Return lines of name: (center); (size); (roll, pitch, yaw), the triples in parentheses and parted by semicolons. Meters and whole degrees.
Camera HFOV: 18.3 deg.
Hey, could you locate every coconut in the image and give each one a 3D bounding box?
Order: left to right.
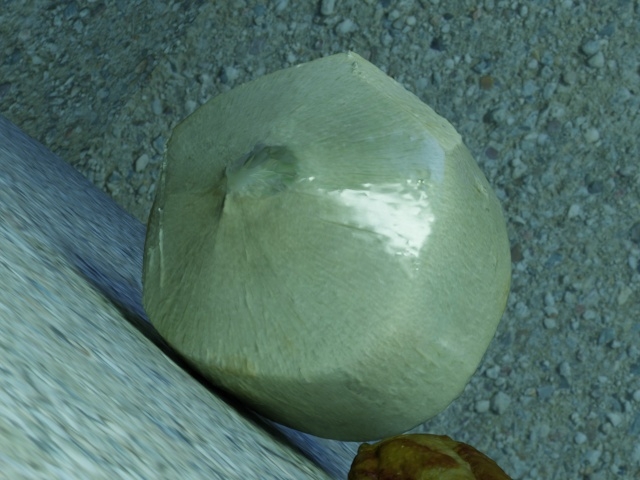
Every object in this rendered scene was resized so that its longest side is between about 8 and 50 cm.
coconut: (0.000, 0.000, 1.326); (0.245, 0.245, 0.247); (38, -9, 33)

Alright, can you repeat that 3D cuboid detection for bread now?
bread: (0.101, 0.179, 1.171); (0.124, 0.084, 0.344); (40, -2, -30)
